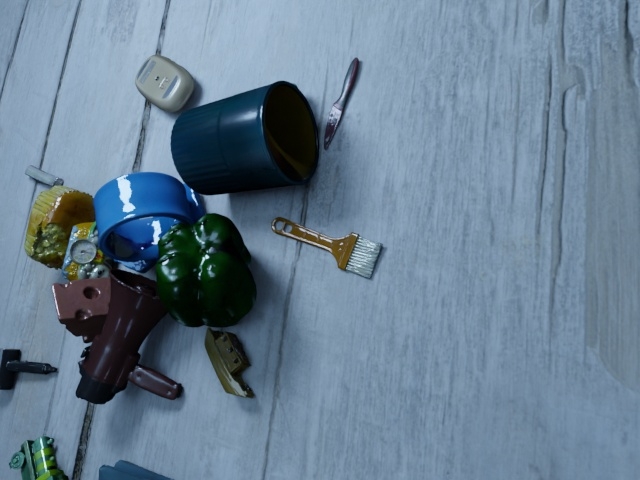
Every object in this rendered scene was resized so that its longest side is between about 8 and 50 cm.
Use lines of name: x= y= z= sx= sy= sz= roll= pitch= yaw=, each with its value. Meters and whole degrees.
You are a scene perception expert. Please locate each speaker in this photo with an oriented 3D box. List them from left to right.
speaker: x=-0.468 y=0.268 z=1.381 sx=0.330 sy=0.259 sz=0.198 roll=-71 pitch=19 yaw=2

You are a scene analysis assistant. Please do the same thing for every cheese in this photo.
cheese: x=-0.641 y=0.204 z=1.485 sx=0.177 sy=0.202 sz=0.128 roll=-52 pitch=55 yaw=41

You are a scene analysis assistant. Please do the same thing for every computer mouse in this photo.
computer mouse: x=-0.468 y=-0.474 z=1.620 sx=0.236 sy=0.082 sz=0.145 roll=35 pitch=95 yaw=34

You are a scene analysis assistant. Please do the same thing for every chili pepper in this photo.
chili pepper: x=-0.271 y=0.075 z=1.242 sx=0.233 sy=0.257 sz=0.249 roll=-20 pitch=65 yaw=-9

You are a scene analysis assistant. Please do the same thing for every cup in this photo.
cup: x=-0.186 y=-0.266 z=1.313 sx=0.292 sy=0.242 sz=0.308 roll=-7 pitch=75 yaw=30

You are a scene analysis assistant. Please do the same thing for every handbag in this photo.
handbag: x=-0.460 y=0.637 z=1.311 sx=0.221 sy=0.057 sz=0.144 roll=3 pitch=81 yaw=29

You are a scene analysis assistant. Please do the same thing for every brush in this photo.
brush: x=0.000 y=0.000 z=1.263 sx=0.314 sy=0.017 sz=0.090 roll=21 pitch=86 yaw=33

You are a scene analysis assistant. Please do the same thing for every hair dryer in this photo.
hair dryer: x=-0.901 y=0.400 z=1.622 sx=0.255 sy=0.070 sz=0.128 roll=0 pitch=76 yaw=24

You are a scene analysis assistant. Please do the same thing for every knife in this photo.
knife: x=0.048 y=-0.343 z=1.334 sx=0.035 sy=0.018 sz=0.247 roll=18 pitch=86 yaw=29

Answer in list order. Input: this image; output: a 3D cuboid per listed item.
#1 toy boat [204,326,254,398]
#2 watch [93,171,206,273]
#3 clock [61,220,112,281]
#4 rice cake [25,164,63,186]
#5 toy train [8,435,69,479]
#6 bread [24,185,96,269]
toy boat: x=-0.213 y=0.289 z=1.274 sx=0.077 sy=0.057 sz=0.200 roll=-37 pitch=61 yaw=8
watch: x=-0.469 y=-0.041 z=1.382 sx=0.305 sy=0.274 sz=0.241 roll=-28 pitch=64 yaw=14
clock: x=-0.662 y=0.050 z=1.549 sx=0.103 sy=0.144 sz=0.231 roll=-10 pitch=68 yaw=66
rice cake: x=-0.961 y=-0.221 z=1.848 sx=0.206 sy=0.036 sz=0.047 roll=19 pitch=73 yaw=32
toy train: x=-0.772 y=0.636 z=1.473 sx=0.132 sy=0.083 sz=0.200 roll=-35 pitch=61 yaw=4
bread: x=-0.774 y=-0.038 z=1.603 sx=0.133 sy=0.179 sz=0.250 roll=18 pitch=82 yaw=34
